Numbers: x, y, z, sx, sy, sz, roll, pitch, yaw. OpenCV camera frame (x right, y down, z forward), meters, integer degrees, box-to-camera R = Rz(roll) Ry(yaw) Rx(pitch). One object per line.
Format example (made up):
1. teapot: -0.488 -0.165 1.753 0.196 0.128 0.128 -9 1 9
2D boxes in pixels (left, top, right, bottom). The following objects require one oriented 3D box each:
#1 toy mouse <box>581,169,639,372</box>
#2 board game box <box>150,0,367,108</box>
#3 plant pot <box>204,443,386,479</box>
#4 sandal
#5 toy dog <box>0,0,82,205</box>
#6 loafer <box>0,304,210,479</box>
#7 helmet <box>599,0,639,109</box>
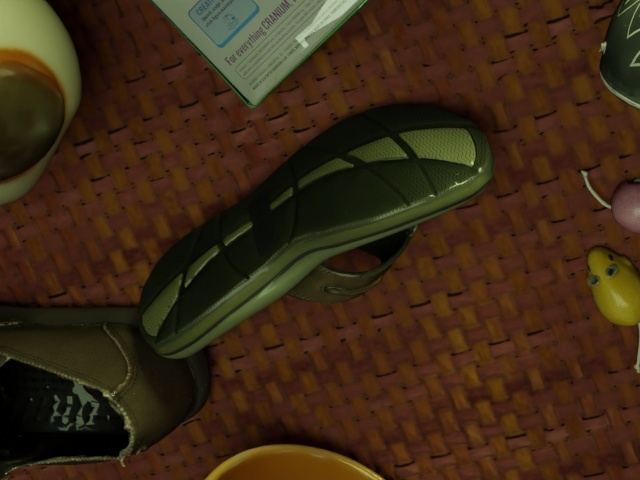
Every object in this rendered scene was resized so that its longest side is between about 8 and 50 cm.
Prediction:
1. toy mouse: 0.252 0.007 1.112 0.143 0.031 0.161 -26 102 22
2. board game box: -0.067 -0.285 1.065 0.242 0.064 0.316 -41 96 24
3. plant pot: -0.032 0.295 1.221 0.205 0.205 0.188 29 130 3
4. sandal: -0.001 0.000 1.148 0.303 0.120 0.086 -30 128 25
5. toy dog: -0.355 -0.166 1.066 0.408 0.284 0.395 37 91 -19
6. loafer: -0.276 0.120 1.241 0.366 0.130 0.134 -7 108 17
7. helmet: 0.268 -0.116 0.991 0.169 0.169 0.161 -24 117 22
